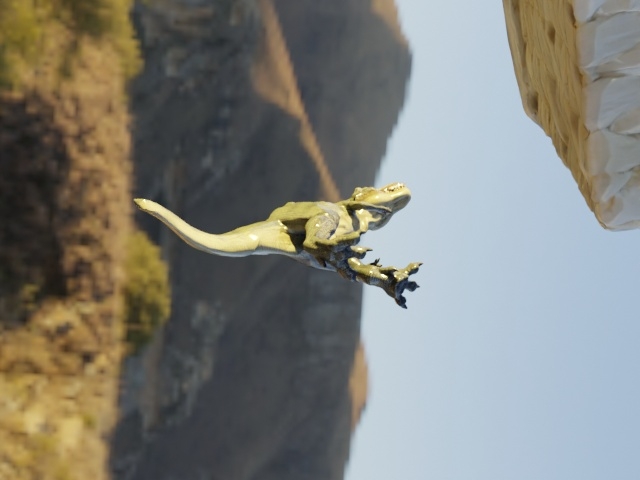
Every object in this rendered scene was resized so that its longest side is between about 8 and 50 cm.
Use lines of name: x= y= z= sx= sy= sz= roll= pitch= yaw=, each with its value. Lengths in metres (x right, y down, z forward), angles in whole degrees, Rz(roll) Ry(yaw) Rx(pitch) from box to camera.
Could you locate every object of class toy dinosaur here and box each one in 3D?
toy dinosaur: x=0.000 y=0.000 z=1.057 sx=0.268 sy=0.118 sz=0.064 roll=-4 pitch=115 yaw=-52

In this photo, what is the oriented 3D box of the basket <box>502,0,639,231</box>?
basket: x=0.258 y=-0.208 z=0.816 sx=0.266 sy=0.331 sz=0.328 roll=-85 pitch=165 yaw=-69
